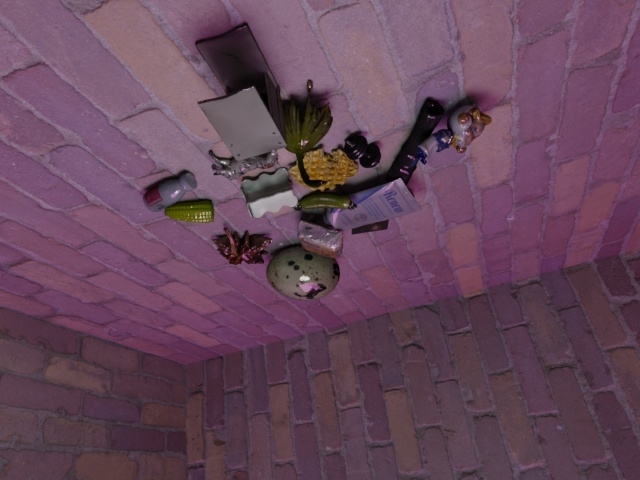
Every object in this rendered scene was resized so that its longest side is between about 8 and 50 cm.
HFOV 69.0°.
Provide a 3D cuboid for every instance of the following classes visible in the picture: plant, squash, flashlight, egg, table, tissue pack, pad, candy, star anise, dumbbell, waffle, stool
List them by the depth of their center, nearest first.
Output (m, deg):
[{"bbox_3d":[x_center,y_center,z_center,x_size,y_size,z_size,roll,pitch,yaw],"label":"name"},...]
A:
[{"bbox_3d":[-0.224,-0.416,1.347,0.170,0.244,0.270,-15,151,10],"label":"stool"},{"bbox_3d":[-0.085,-0.312,1.514,0.180,0.334,0.251,29,148,-28],"label":"plant"},{"bbox_3d":[0.160,-0.335,1.758,0.099,0.099,0.208,-30,146,33],"label":"dumbbell"},{"bbox_3d":[0.354,-0.356,1.780,0.103,0.103,0.424,-2,150,-13],"label":"flashlight"},{"bbox_3d":[0.011,-0.281,1.857,0.249,0.056,0.261,-24,152,27],"label":"waffle"},{"bbox_3d":[-0.203,-0.190,1.869,0.198,0.167,0.167,-19,151,1],"label":"table"},{"bbox_3d":[-0.548,-0.120,1.953,0.209,0.097,0.097,1,150,-5],"label":"candy"},{"bbox_3d":[0.019,-0.169,1.983,0.318,0.080,0.071,2,140,34],"label":"squash"},{"bbox_3d":[0.000,0.000,2.164,0.214,0.123,0.257,17,173,6],"label":"tissue pack"},{"bbox_3d":[-0.390,0.044,2.275,0.292,0.109,0.350,-2,150,-23],"label":"star anise"},{"bbox_3d":[0.251,-0.074,2.353,0.189,0.004,0.127,-8,151,-1],"label":"pad"},{"bbox_3d":[-0.088,0.164,2.397,0.378,0.288,0.288,9,150,-1],"label":"egg"}]

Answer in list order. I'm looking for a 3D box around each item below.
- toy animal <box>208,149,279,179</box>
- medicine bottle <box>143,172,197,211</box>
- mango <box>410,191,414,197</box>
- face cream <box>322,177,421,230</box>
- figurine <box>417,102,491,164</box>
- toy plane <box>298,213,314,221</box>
[{"bbox_3d":[-0.286,-0.297,1.714,0.254,0.090,0.170,-10,155,7],"label":"toy animal"},{"bbox_3d":[-0.583,-0.189,1.812,0.216,0.091,0.090,-23,149,22],"label":"medicine bottle"},{"bbox_3d":[0.350,-0.186,2.093,0.111,0.090,0.163,-30,152,32],"label":"mango"},{"bbox_3d":[0.201,-0.146,2.026,0.419,0.137,0.235,-15,141,28],"label":"face cream"},{"bbox_3d":[0.468,-0.373,1.662,0.274,0.133,0.193,-42,149,18],"label":"figurine"},{"bbox_3d":[-0.062,-0.098,2.187,0.083,0.033,0.080,-22,160,22],"label":"toy plane"}]
